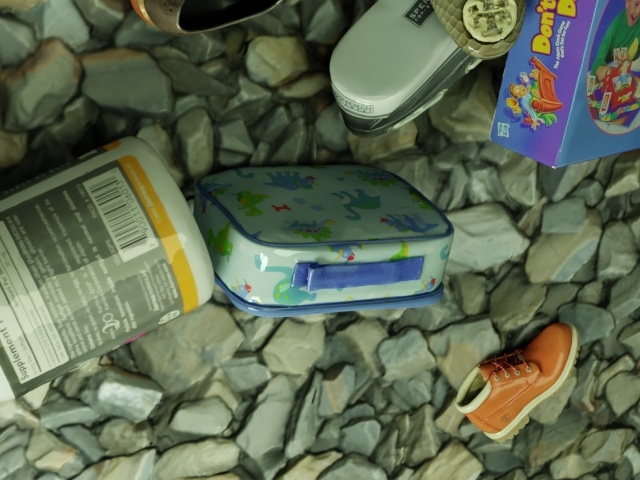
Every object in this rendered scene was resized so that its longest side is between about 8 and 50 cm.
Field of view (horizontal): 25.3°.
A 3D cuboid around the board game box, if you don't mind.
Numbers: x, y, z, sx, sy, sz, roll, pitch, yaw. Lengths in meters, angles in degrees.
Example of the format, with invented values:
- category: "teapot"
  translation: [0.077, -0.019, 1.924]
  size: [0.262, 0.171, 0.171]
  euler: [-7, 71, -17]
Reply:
- category: "board game box"
  translation: [0.316, -0.210, 1.347]
  size: [0.347, 0.078, 0.233]
  euler: [-13, 122, -45]

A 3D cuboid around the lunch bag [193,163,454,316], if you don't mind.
- category: "lunch bag"
  translation: [0.000, 0.000, 1.295]
  size: [0.219, 0.176, 0.090]
  euler: [-4, 116, -27]

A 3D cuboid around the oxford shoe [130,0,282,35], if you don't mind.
- category: "oxford shoe"
  translation: [-0.023, -0.241, 1.204]
  size: [0.271, 0.098, 0.097]
  euler: [-31, 125, -11]

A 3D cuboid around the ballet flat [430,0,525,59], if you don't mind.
- category: "ballet flat"
  translation: [0.126, -0.280, 1.218]
  size: [0.084, 0.058, 0.250]
  euler: [-8, 87, -8]

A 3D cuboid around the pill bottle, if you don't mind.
- category: "pill bottle"
  translation: [-0.243, 0.036, 1.194]
  size: [0.278, 0.162, 0.162]
  euler: [-26, 124, -13]

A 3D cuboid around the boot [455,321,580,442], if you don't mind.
- category: "boot"
  translation: [0.216, 0.144, 1.564]
  size: [0.084, 0.059, 0.158]
  euler: [35, 96, -32]

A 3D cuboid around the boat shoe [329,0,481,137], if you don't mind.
- category: "boat shoe"
  translation: [0.128, -0.210, 1.309]
  size: [0.301, 0.108, 0.102]
  euler: [-48, 160, -14]
